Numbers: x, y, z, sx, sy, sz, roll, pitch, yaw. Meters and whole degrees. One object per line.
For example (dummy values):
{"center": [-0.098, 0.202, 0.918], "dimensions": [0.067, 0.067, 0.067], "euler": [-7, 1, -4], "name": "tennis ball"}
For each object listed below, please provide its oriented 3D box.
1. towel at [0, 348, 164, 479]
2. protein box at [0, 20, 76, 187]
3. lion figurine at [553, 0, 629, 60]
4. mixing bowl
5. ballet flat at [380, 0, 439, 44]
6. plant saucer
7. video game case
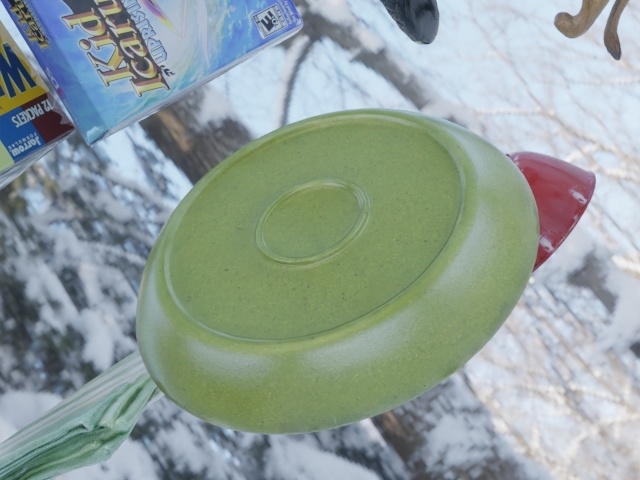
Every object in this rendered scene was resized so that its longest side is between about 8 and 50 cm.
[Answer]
{"center": [-0.139, 0.111, 0.899], "dimensions": [0.247, 0.038, 0.325], "euler": [-30, 4, 32], "name": "towel"}
{"center": [-0.382, -0.118, 1.160], "dimensions": [0.201, 0.200, 0.136], "euler": [-29, 8, 37], "name": "protein box"}
{"center": [0.272, -0.414, 1.368], "dimensions": [0.240, 0.392, 0.142], "euler": [-45, -4, 26], "name": "lion figurine"}
{"center": [0.240, -0.044, 1.513], "dimensions": [0.181, 0.098, 0.181], "euler": [-49, 10, 12], "name": "mixing bowl"}
{"center": [0.071, -0.264, 1.256], "dimensions": [0.173, 0.049, 0.057], "euler": [47, -116, -39], "name": "ballet flat"}
{"center": [0.000, 0.000, 0.693], "dimensions": [0.241, 0.241, 0.037], "euler": [-32, -48, -8], "name": "plant saucer"}
{"center": [-0.178, -0.261, 1.146], "dimensions": [0.244, 0.270, 0.061], "euler": [-35, 7, -31], "name": "video game case"}
